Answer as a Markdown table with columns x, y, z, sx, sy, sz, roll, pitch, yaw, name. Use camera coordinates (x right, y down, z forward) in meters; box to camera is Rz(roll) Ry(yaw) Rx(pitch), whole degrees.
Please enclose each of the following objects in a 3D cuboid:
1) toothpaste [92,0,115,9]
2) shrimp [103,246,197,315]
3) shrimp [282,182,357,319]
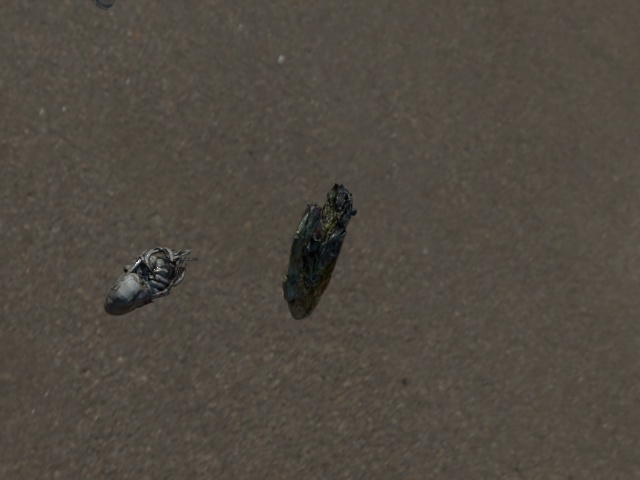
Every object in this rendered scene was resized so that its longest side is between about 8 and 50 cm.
| x | y | z | sx | sy | sz | roll | pitch | yaw | name |
| --- | --- | --- | --- | --- | --- | --- | --- | --- | --- |
| -0.125 | -0.265 | 0.934 | 0.045 | 0.193 | 0.071 | 64 | 23 | -6 | toothpaste |
| -0.187 | 0.038 | 1.198 | 0.056 | 0.065 | 0.165 | 48 | 42 | -3 | shrimp |
| 0.000 | 0.000 | 1.056 | 0.034 | 0.091 | 0.161 | 9 | 57 | 20 | shrimp |
